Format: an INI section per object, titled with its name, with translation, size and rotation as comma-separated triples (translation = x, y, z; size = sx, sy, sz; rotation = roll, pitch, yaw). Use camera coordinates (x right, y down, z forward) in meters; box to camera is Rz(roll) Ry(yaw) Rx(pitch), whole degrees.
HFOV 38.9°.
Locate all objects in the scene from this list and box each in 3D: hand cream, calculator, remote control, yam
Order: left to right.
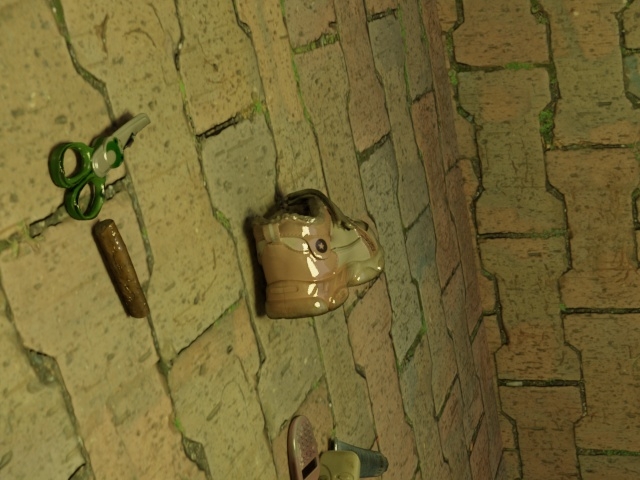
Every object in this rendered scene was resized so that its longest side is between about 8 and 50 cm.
[yam]
translation = -0.259, 0.040, 1.190
size = 0.032, 0.032, 0.145
rotation = -62, 142, -53
[calculator]
translation = -0.031, 0.410, 1.699
size = 0.103, 0.024, 0.165
rotation = -21, 103, -67
[remote control]
translation = 0.023, 0.513, 1.725
size = 0.049, 0.090, 0.230
rotation = 68, 27, -46
[hand cream]
translation = 0.081, 0.470, 1.925
size = 0.256, 0.055, 0.088
rotation = 30, 66, -61

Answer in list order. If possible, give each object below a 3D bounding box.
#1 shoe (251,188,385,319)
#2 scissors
[shoe]
translation = 0.003, -0.001, 1.654
size = 0.351, 0.172, 0.198
rotation = -46, 125, -63
[scissors]
translation = -0.278, -0.114, 1.175
size = 0.204, 0.027, 0.101
rotation = -61, 144, -49
